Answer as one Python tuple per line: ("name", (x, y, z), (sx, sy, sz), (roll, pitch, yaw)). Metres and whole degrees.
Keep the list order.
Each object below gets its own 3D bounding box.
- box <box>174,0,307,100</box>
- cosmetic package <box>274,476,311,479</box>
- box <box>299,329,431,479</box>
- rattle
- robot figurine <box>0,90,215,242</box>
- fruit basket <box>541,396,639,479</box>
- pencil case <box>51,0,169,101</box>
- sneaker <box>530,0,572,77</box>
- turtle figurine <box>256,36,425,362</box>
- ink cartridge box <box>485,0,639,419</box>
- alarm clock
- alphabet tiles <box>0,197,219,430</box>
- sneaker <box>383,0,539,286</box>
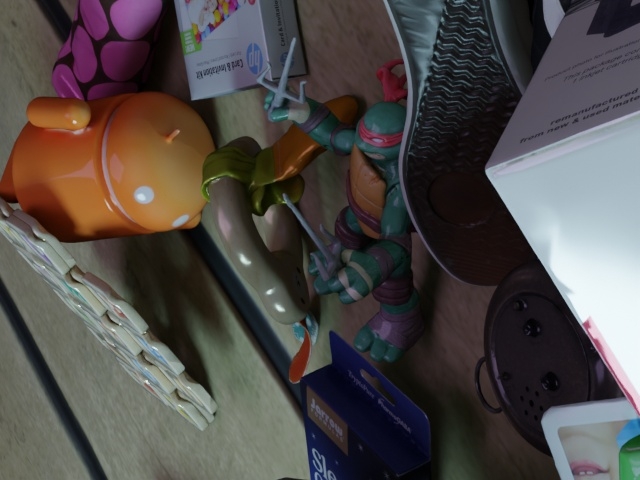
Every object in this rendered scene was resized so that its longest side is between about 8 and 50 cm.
("box", (-0.076, -0.216, 1.304), (0.145, 0.038, 0.186), (-3, 98, 59))
("cosmetic package", (0.024, 0.262, 0.965), (0.365, 0.155, 0.197), (-11, 90, 58))
("box", (0.037, 0.190, 1.214), (0.136, 0.036, 0.225), (40, 144, 46))
("rattle", (0.000, 0.000, 1.262), (0.130, 0.142, 0.200), (-98, -16, -82))
("robot figurine", (-0.185, -0.065, 1.409), (0.219, 0.128, 0.158), (-6, 107, 34))
("fruit basket", (0.276, 0.225, 0.703), (0.327, 0.165, 0.353), (-11, 94, 40))
("pencil case", (-0.190, -0.205, 1.442), (0.098, 0.095, 0.209), (29, 133, 5))
("sneaker", (0.148, -0.167, 0.931), (0.121, 0.079, 0.217), (39, 123, 51))
("turtle figurine", (0.030, -0.027, 1.108), (0.234, 0.118, 0.175), (84, 174, -51))
("ink cartridge box", (0.183, -0.041, 0.697), (0.100, 0.237, 0.172), (-20, 114, 35))
("alarm clock", (0.149, 0.079, 1.021), (0.192, 0.064, 0.129), (-33, 72, 60))
("alphabet tiles", (-0.207, 0.067, 1.470), (0.278, 0.021, 0.284), (25, 157, 52))
("sneaker", (0.105, -0.112, 1.020), (0.106, 0.123, 0.290), (0, 121, 18))
